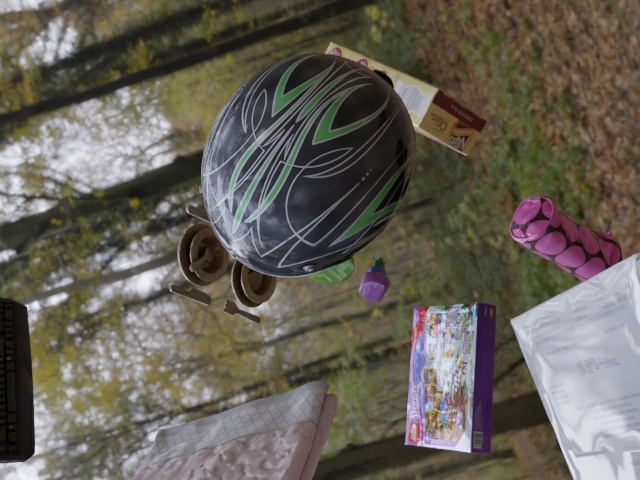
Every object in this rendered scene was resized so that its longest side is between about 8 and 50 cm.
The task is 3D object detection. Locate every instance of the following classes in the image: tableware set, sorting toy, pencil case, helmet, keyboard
[{"bbox_3d":[-0.123,0.037,1.226,0.194,0.039,0.128,29,-116,-47],"label":"tableware set"},{"bbox_3d":[0.000,0.000,1.888,0.366,0.127,0.126,29,-137,-12],"label":"sorting toy"},{"bbox_3d":[0.410,-0.004,1.426,0.209,0.098,0.095,27,171,-34],"label":"pencil case"},{"bbox_3d":[-0.010,-0.059,0.660,0.161,0.169,0.169,-24,-84,-61],"label":"helmet"},{"bbox_3d":[-0.494,0.177,1.155,0.317,0.202,0.033,-118,36,-49],"label":"keyboard"}]

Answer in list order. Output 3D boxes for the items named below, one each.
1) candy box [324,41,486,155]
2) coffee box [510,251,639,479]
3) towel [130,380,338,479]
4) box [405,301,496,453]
[{"bbox_3d":[0.156,-0.287,1.720,0.183,0.087,0.316,21,-169,-48],"label":"candy box"},{"bbox_3d":[0.496,0.168,1.038,0.337,0.334,0.338,125,126,-70],"label":"coffee box"},{"bbox_3d":[-0.154,0.332,1.185,0.053,0.332,0.317,62,-155,-17],"label":"towel"},{"bbox_3d":[0.265,0.277,1.746,0.201,0.057,0.293,-11,70,56],"label":"box"}]
